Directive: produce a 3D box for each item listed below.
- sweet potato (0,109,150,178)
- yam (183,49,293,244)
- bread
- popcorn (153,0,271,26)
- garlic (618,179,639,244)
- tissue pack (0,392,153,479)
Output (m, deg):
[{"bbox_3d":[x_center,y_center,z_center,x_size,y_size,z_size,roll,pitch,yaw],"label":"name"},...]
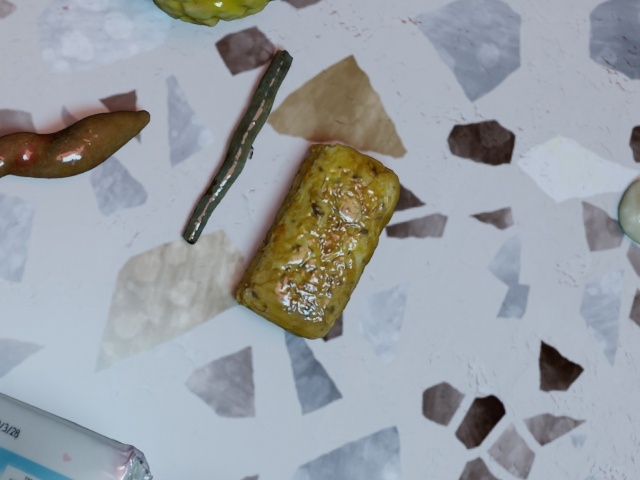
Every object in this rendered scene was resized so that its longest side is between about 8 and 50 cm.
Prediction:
[{"bbox_3d":[-0.263,-0.093,1.871,0.202,0.058,0.055,-17,115,-21],"label":"sweet potato"},{"bbox_3d":[-0.086,-0.099,1.956,0.027,0.029,0.234,25,80,9],"label":"yam"},{"bbox_3d":[0.000,0.000,1.957,0.114,0.083,0.211,28,77,-14],"label":"bread"},{"bbox_3d":[-0.100,-0.349,1.877,0.250,0.190,0.250,1,86,-9],"label":"popcorn"},{"bbox_3d":[0.373,-0.029,2.123,0.053,0.041,0.083,-7,84,-26],"label":"garlic"},{"bbox_3d":[-0.322,0.244,1.751,0.271,0.124,0.201,22,83,11],"label":"tissue pack"}]
